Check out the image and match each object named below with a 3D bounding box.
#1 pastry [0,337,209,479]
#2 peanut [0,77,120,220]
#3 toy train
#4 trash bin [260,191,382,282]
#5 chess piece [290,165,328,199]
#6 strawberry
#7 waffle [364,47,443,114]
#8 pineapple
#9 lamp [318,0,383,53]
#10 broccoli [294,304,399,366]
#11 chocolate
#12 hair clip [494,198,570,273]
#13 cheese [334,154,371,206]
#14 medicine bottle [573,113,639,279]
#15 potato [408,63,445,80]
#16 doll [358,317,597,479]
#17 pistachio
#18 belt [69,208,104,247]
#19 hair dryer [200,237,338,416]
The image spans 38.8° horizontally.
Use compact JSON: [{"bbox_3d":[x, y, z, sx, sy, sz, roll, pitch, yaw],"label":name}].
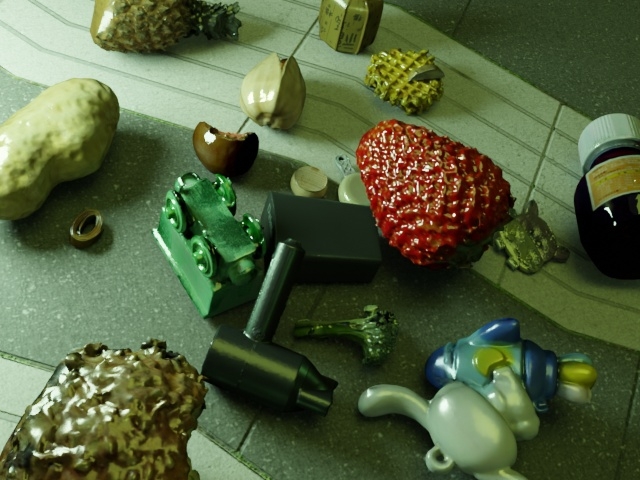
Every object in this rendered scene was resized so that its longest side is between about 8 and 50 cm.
[{"bbox_3d":[-0.338,0.363,1.402,0.337,0.292,0.405,-2,65,-4],"label":"pastry"},{"bbox_3d":[-0.546,-0.182,1.829,0.192,0.169,0.387,34,57,7],"label":"peanut"},{"bbox_3d":[-0.211,-0.001,1.752,0.145,0.202,0.266,-21,62,-28],"label":"toy train"},{"bbox_3d":[0.000,0.000,1.864,0.225,0.115,0.165,3,54,-14],"label":"trash bin"},{"bbox_3d":[-0.024,-0.125,1.998,0.083,0.038,0.084,6,51,-7],"label":"chess piece"},{"bbox_3d":[0.214,-0.095,1.875,0.351,0.312,0.267,41,78,10],"label":"strawberry"},{"bbox_3d":[0.206,-0.393,2.242,0.197,0.070,0.193,-13,58,-20],"label":"waffle"},{"bbox_3d":[-0.356,-0.527,2.131,0.361,0.202,0.202,1,53,-27],"label":"pineapple"},{"bbox_3d":[0.074,-0.568,2.264,0.161,0.185,0.161,6,51,-7],"label":"lamp"},{"bbox_3d":[0.052,0.178,1.763,0.204,0.118,0.123,5,82,9],"label":"broccoli"},{"bbox_3d":[-0.212,-0.206,1.961,0.133,0.124,0.127,25,66,30],"label":"chocolate"},{"bbox_3d":[0.450,-0.009,2.023,0.146,0.056,0.187,-27,67,-22],"label":"hair clip"},{"bbox_3d":[0.083,-0.123,2.017,0.092,0.048,0.171,4,53,-13],"label":"cheese"},{"bbox_3d":[0.683,-0.120,2.049,0.242,0.243,0.395,10,45,-7],"label":"medicine bottle"},{"bbox_3d":[0.256,-0.412,2.198,0.093,0.036,0.037,-7,59,-15],"label":"potato"},{"bbox_3d":[0.316,0.298,1.695,0.376,0.187,0.365,42,65,3],"label":"doll"},{"bbox_3d":[-0.106,-0.346,2.074,0.157,0.157,0.230,13,40,-4],"label":"pistachio"},{"bbox_3d":[-0.465,-0.022,1.810,0.059,0.036,0.083,26,52,-2],"label":"belt"},{"bbox_3d":[-0.055,0.156,1.651,0.244,0.116,0.303,20,93,0],"label":"hair dryer"}]
